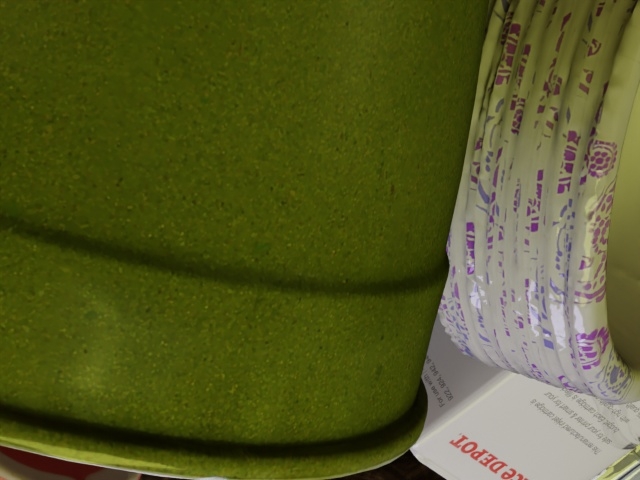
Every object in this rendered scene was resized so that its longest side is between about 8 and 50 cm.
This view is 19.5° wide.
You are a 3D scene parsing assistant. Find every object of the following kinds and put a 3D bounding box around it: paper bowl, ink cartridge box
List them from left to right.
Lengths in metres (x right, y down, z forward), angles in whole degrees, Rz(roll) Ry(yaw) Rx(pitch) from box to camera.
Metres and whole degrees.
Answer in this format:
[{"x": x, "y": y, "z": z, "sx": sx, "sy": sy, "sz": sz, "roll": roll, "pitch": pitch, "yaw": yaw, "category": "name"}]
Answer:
[{"x": 0.132, "y": -0.068, "z": 0.960, "sx": 0.148, "sy": 0.284, "sz": 0.284, "roll": 15, "pitch": 155, "yaw": 26, "category": "paper bowl"}, {"x": 0.191, "y": 0.063, "z": 1.342, "sx": 0.273, "sy": 0.115, "sz": 0.198, "roll": -38, "pitch": 141, "yaw": 12, "category": "ink cartridge box"}]

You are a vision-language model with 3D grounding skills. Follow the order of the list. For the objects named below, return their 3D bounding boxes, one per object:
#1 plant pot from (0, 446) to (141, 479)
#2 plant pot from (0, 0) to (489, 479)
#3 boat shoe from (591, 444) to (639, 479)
[{"x": -0.260, "y": 0.171, "z": 1.231, "sx": 0.275, "sy": 0.275, "sz": 0.243, "roll": 20, "pitch": 121, "yaw": -41, "category": "plant pot"}, {"x": -0.078, "y": -0.143, "z": 0.755, "sx": 0.366, "sy": 0.366, "sz": 0.353, "roll": 9, "pitch": 105, "yaw": -33, "category": "plant pot"}, {"x": 0.246, "y": 0.130, "z": 1.520, "sx": 0.302, "sy": 0.109, "sz": 0.094, "roll": -39, "pitch": 128, "yaw": 12, "category": "boat shoe"}]
